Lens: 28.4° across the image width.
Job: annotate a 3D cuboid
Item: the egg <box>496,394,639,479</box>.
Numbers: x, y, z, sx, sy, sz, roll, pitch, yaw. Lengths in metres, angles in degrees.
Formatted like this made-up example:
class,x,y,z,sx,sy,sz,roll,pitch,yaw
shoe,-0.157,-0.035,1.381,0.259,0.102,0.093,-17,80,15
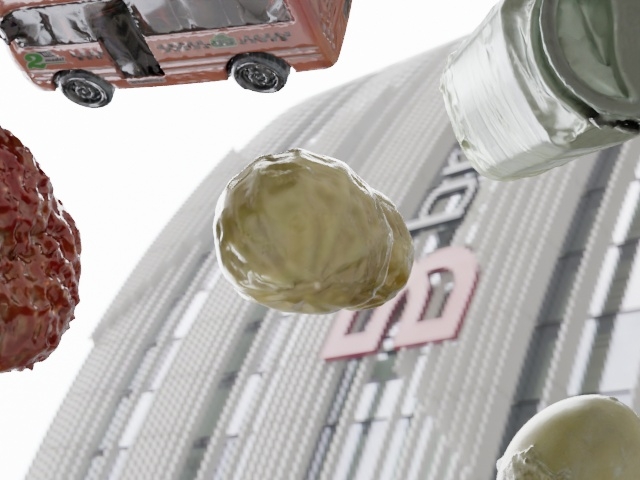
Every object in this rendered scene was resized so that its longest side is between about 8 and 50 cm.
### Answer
class,x,y,z,sx,sy,sz,roll,pitch,yaw
egg,0.273,0.258,1.361,0.164,0.201,0.164,27,-160,-11

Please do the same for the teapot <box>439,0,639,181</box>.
class,x,y,z,sx,sy,sz,roll,pitch,yaw
teapot,0.099,-0.086,0.526,0.077,0.200,0.107,-19,-90,-4

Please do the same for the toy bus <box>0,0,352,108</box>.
class,x,y,z,sx,sy,sz,roll,pitch,yaw
toy bus,-0.187,-0.310,1.522,0.233,0.427,0.203,61,-147,-52

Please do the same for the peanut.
class,x,y,z,sx,sy,sz,roll,pitch,yaw
peanut,0.000,0.000,1.094,0.305,0.147,0.147,10,-111,-79

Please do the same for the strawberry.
class,x,y,z,sx,sy,sz,roll,pitch,yaw
strawberry,-0.353,0.003,1.059,0.312,0.351,0.267,22,-78,-5
